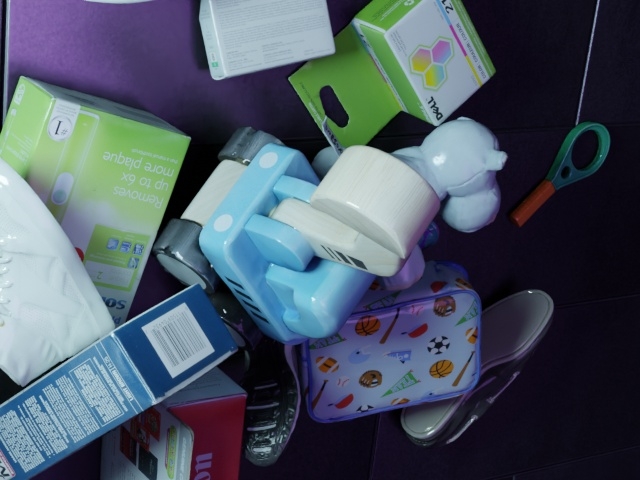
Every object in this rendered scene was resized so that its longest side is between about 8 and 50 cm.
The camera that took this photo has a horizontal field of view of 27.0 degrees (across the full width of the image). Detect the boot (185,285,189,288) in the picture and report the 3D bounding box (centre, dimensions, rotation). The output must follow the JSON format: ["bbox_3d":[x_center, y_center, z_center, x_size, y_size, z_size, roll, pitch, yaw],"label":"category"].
[{"bbox_3d":[-0.188,0.067,1.916,0.121,0.045,0.099,-32,127,-28],"label":"boot"}]

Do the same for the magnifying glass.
[{"bbox_3d":[0.406,-0.110,2.255,0.231,0.026,0.092,-43,127,-10],"label":"magnifying glass"}]

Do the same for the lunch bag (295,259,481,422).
[{"bbox_3d":[0.097,0.162,2.061,0.304,0.115,0.243,-9,126,-9],"label":"lunch bag"}]

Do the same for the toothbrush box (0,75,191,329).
[{"bbox_3d":[-0.323,-0.044,1.731,0.206,0.122,0.283,15,102,-37],"label":"toothbrush box"}]

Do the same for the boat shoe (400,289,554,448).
[{"bbox_3d":[0.271,0.219,2.261,0.335,0.112,0.095,-45,145,-4],"label":"boat shoe"}]

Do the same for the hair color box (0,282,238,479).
[{"bbox_3d":[-0.283,0.192,1.699,0.174,0.347,0.105,-30,89,-51],"label":"hair color box"}]

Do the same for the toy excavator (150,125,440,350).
[{"bbox_3d":[0.000,0.000,1.704,0.222,0.445,0.433,-56,142,-21],"label":"toy excavator"}]

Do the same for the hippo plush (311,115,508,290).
[{"bbox_3d":[0.134,-0.098,1.929,0.237,0.234,0.294,-26,127,-13],"label":"hippo plush"}]

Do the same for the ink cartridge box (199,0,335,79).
[{"bbox_3d":[-0.083,-0.347,1.823,0.181,0.056,0.224,-16,99,-28],"label":"ink cartridge box"}]

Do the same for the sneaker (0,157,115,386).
[{"bbox_3d":[-0.376,0.050,1.593,0.169,0.108,0.292,-36,126,-18],"label":"sneaker"}]

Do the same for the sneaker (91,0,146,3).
[{"bbox_3d":[-0.174,-0.438,1.638,0.323,0.130,0.236,-17,124,-21],"label":"sneaker"}]

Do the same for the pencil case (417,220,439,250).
[{"bbox_3d":[0.107,0.001,2.074,0.152,0.064,0.070,-22,133,-25],"label":"pencil case"}]

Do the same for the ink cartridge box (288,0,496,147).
[{"bbox_3d":[0.109,-0.243,1.953,0.255,0.097,0.188,-43,128,-12],"label":"ink cartridge box"}]

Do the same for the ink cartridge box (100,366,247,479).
[{"bbox_3d":[-0.200,0.334,1.876,0.130,0.272,0.309,-7,113,-32],"label":"ink cartridge box"}]

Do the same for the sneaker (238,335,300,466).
[{"bbox_3d":[-0.070,0.208,1.941,0.100,0.271,0.108,-8,142,10],"label":"sneaker"}]
